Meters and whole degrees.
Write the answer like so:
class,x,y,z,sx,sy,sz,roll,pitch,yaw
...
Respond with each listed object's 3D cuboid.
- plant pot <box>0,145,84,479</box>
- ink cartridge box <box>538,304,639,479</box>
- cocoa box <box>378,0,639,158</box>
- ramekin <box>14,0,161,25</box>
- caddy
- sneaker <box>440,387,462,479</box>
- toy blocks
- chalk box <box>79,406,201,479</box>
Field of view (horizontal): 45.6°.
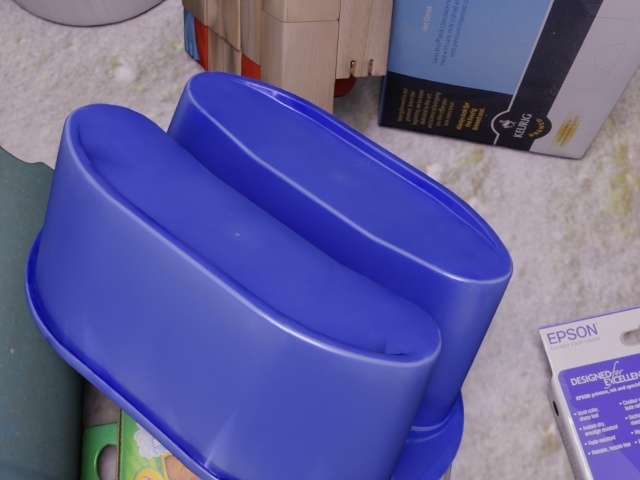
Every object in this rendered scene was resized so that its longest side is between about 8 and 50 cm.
class,x,y,z,sx,sy,sz,roll,pitch,yaw
plant pot,-0.321,0.110,0.569,0.342,0.341,0.333,0,60,0
ink cartridge box,0.319,0.158,0.683,0.207,0.045,0.208,-11,69,-4
cocoa box,0.187,-0.271,0.700,0.228,0.347,0.231,10,66,4
ramekin,-0.269,-0.380,0.863,0.278,0.135,0.277,0,68,0
caddy,-0.042,0.034,0.530,0.341,0.179,0.241,35,38,18
sneaker,0.093,0.135,0.667,0.080,0.094,0.212,2,67,2
toy blocks,-0.048,-0.208,0.725,0.191,0.260,0.381,-10,32,-23
chalk box,-0.095,0.176,0.629,0.213,0.132,0.132,-5,67,-2
